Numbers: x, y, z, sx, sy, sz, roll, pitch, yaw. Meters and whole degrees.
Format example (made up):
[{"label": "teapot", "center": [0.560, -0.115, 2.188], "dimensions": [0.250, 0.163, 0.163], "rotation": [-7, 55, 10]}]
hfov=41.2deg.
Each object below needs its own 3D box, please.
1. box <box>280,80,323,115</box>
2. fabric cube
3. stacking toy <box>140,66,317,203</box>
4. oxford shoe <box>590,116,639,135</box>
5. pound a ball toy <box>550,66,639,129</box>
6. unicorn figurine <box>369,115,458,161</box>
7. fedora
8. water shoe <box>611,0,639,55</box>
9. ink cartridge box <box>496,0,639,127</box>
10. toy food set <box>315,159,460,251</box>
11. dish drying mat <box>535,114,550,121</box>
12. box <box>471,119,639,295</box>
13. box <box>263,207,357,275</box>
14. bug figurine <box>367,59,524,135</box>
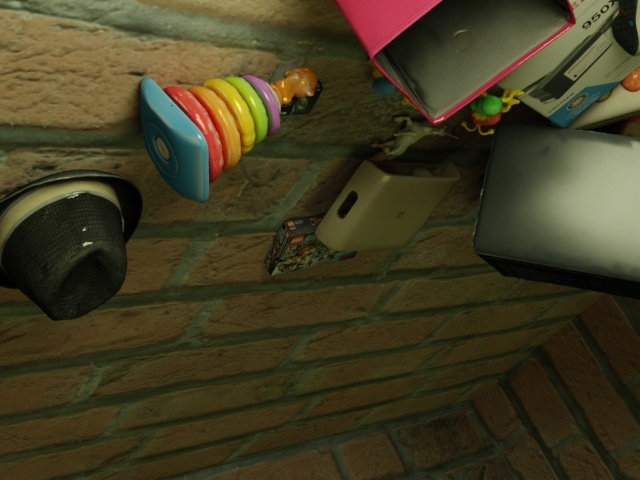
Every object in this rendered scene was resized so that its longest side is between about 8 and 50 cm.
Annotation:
[{"label": "box", "center": [-0.044, -0.248, 1.483], "dimensions": [0.083, 0.018, 0.067], "rotation": [-9, 148, -35]}, {"label": "fabric cube", "center": [0.160, -0.369, 1.190], "dimensions": [0.254, 0.258, 0.259], "rotation": [-35, 154, 15]}, {"label": "stacking toy", "center": [-0.128, -0.207, 1.363], "dimensions": [0.302, 0.175, 0.165], "rotation": [-31, 152, -26]}, {"label": "oxford shoe", "center": [0.690, -0.285, 2.076], "dimensions": [0.098, 0.097, 0.271], "rotation": [6, 138, -18]}, {"label": "pound a ball toy", "center": [0.617, -0.276, 1.716], "dimensions": [0.136, 0.208, 0.319], "rotation": [-6, 177, -35]}, {"label": "unicorn figurine", "center": [0.179, -0.211, 1.732], "dimensions": [0.111, 0.060, 0.162], "rotation": [5, 159, -44]}, {"label": "fedora", "center": [-0.433, 0.032, 1.462], "dimensions": [0.334, 0.152, 0.334], "rotation": [-22, 153, -12]}, {"label": "water shoe", "center": [0.525, -0.375, 1.371], "dimensions": [0.080, 0.073, 0.203], "rotation": [-34, 153, -1]}, {"label": "ink cartridge box", "center": [0.428, -0.390, 1.514], "dimensions": [0.285, 0.166, 0.395], "rotation": [-42, 150, 24]}, {"label": "toy food set", "center": [0.148, -0.086, 1.861], "dimensions": [0.306, 0.092, 0.219], "rotation": [-2, 138, -45]}, {"label": "dish drying mat", "center": [0.538, -0.290, 1.988], "dimensions": [0.083, 0.008, 0.032], "rotation": [-6, 147, -40]}, {"label": "box", "center": [0.623, -0.041, 1.863], "dimensions": [0.480, 0.297, 0.472], "rotation": [10, 177, 20]}, {"label": "box", "center": [0.000, 0.000, 1.949], "dimensions": [0.233, 0.044, 0.159], "rotation": [-12, 150, -30]}, {"label": "bug figurine", "center": [0.214, -0.246, 1.465], "dimensions": [0.279, 0.072, 0.216], "rotation": [14, -177, -7]}]
